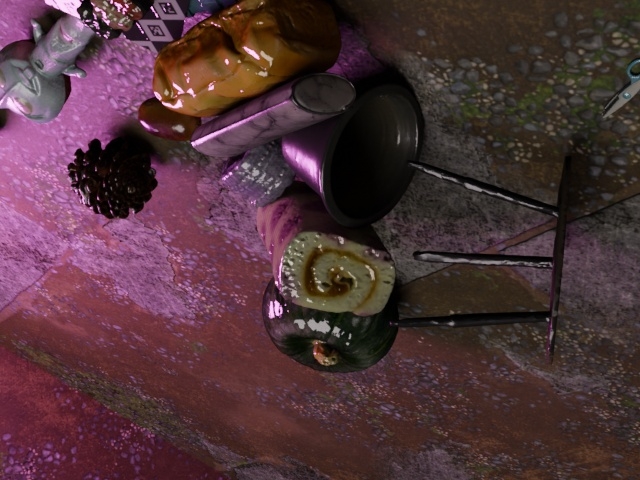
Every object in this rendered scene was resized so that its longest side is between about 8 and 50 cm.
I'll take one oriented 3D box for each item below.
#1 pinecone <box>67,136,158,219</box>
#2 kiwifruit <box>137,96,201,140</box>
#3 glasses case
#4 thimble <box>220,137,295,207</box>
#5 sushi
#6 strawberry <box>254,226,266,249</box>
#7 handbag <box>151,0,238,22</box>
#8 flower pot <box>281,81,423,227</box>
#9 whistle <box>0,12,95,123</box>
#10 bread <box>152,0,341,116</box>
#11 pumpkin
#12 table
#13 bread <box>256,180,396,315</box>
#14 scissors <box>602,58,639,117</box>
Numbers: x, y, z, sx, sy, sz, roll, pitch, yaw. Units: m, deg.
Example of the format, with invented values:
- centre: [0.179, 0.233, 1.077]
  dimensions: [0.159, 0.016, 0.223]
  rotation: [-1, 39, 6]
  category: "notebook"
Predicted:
- centre: [-0.427, -0.130, 1.898]
  dimensions: [0.165, 0.163, 0.163]
  rotation: [19, 152, 33]
  category: "pinecone"
- centre: [-0.272, -0.220, 1.724]
  dimensions: [0.124, 0.075, 0.075]
  rotation: [14, 148, 23]
  category: "kiwifruit"
- centre: [-0.079, -0.182, 1.419]
  dimensions: [0.114, 0.060, 0.299]
  rotation: [-6, 176, -35]
  category: "glasses case"
- centre: [-0.097, -0.140, 1.656]
  dimensions: [0.097, 0.150, 0.150]
  rotation: [34, 148, -19]
  category: "thimble"
- centre: [-0.320, -0.362, 1.439]
  dimensions: [0.231, 0.047, 0.220]
  rotation: [24, 152, -5]
  category: "sushi"
- centre: [-0.030, -0.016, 1.864]
  dimensions: [0.192, 0.085, 0.140]
  rotation: [1, 132, -1]
  category: "strawberry"
- centre: [-0.231, -0.403, 1.423]
  dimensions: [0.229, 0.062, 0.179]
  rotation: [3, 147, 31]
  category: "handbag"
- centre: [0.037, -0.152, 1.510]
  dimensions: [0.148, 0.235, 0.235]
  rotation: [27, 157, 39]
  category: "flower pot"
- centre: [-0.483, -0.316, 1.684]
  dimensions: [0.346, 0.133, 0.142]
  rotation: [-30, 80, 43]
  category: "whistle"
- centre: [-0.118, -0.272, 1.423]
  dimensions: [0.294, 0.167, 0.132]
  rotation: [-15, 91, 45]
  category: "bread"
- centre: [0.017, 0.166, 1.995]
  dimensions: [0.300, 0.207, 0.300]
  rotation: [12, 154, 6]
  category: "pumpkin"
- centre: [0.257, 0.028, 1.526]
  dimensions: [0.249, 0.317, 0.317]
  rotation: [5, 146, 13]
  category: "table"
- centre: [0.000, 0.000, 1.632]
  dimensions: [0.187, 0.155, 0.338]
  rotation: [10, -165, -13]
  category: "bread"
- centre: [0.427, -0.205, 1.314]
  dimensions: [0.058, 0.014, 0.119]
  rotation: [29, 146, -6]
  category: "scissors"
